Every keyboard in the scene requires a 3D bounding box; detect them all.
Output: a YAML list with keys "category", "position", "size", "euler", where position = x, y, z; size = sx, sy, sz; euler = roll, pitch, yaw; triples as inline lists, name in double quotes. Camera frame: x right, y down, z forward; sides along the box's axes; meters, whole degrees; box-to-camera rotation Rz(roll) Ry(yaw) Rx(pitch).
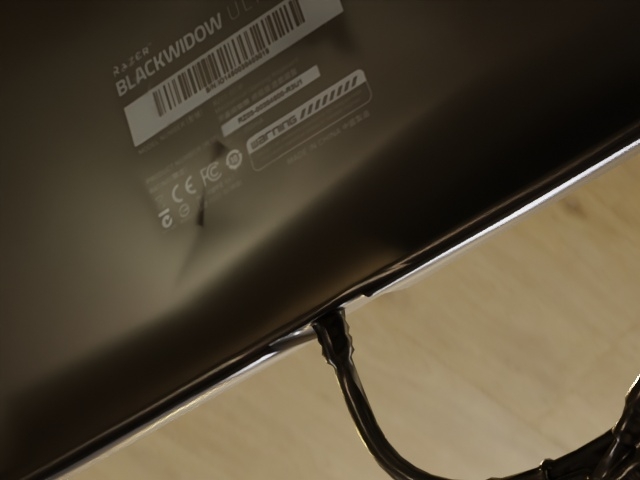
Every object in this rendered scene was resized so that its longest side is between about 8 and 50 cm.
- category: "keyboard"
  position: [0.000, 0.000, 0.382]
  size: [0.317, 0.201, 0.033]
  euler: [-31, -27, 26]
